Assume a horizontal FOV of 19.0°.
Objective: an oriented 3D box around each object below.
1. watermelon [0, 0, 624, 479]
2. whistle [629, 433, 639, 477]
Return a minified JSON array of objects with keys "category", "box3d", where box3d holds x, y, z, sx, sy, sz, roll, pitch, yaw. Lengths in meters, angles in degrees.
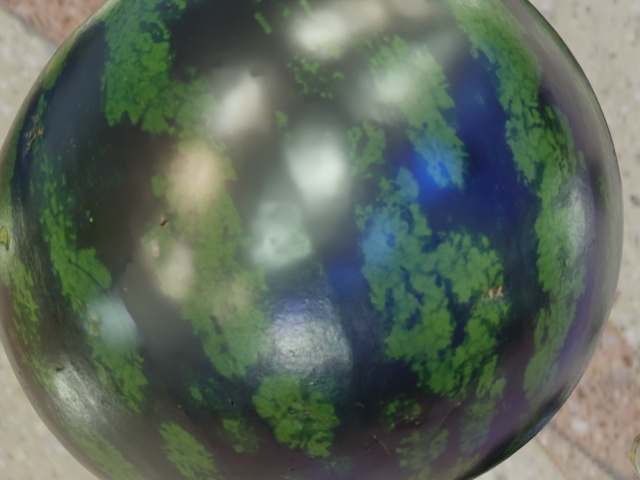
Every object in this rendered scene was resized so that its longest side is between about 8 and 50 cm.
[{"category":"watermelon","box3d":[-0.001,-0.005,0.787,0.269,0.269,0.269,-4,62,8]},{"category":"whistle","box3d":[0.323,0.202,1.686,0.068,0.326,0.057,-12,87,2]}]
